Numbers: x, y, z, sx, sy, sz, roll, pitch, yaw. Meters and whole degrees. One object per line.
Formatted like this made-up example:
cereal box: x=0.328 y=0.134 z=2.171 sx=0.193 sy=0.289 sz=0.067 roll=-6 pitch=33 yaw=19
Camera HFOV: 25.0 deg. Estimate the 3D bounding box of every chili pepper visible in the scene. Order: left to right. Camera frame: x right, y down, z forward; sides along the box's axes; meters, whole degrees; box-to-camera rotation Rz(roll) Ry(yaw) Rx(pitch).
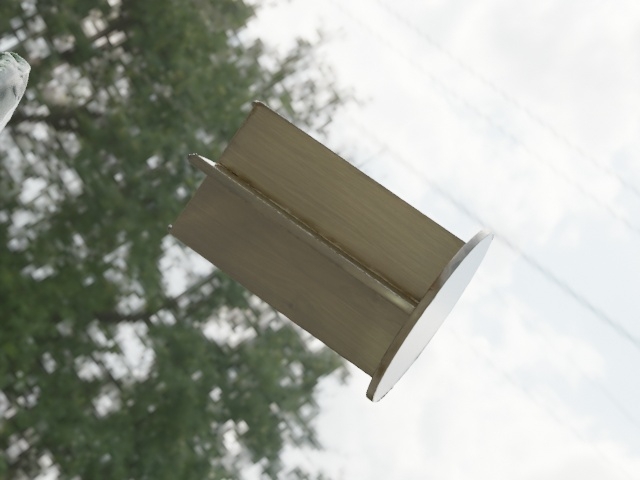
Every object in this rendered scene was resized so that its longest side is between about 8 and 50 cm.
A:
chili pepper: x=-0.385 y=-0.161 z=1.661 sx=0.062 sy=0.216 sz=0.108 roll=-1 pitch=-56 yaw=7

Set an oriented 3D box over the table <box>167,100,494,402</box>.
table: x=0.000 y=0.000 z=1.173 sx=0.227 sy=0.167 sz=0.167 roll=35 pitch=-32 yaw=11
